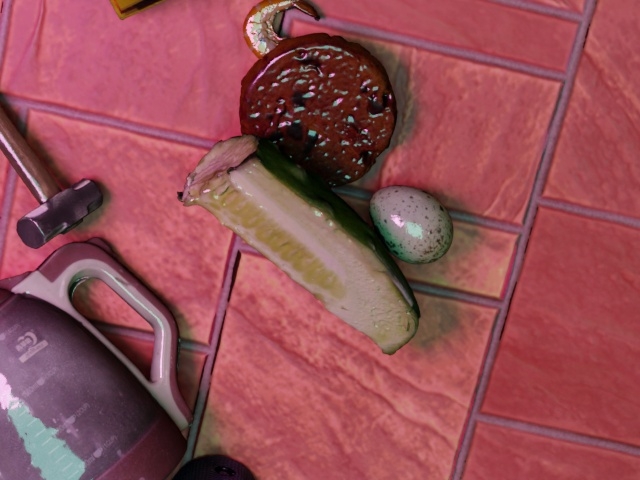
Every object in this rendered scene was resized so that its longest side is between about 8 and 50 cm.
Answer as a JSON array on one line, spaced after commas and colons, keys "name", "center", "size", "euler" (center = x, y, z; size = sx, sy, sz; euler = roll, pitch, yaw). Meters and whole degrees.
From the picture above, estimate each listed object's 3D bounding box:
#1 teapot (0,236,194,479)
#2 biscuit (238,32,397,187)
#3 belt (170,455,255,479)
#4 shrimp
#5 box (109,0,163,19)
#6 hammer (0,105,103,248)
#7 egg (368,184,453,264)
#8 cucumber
[{"name": "teapot", "center": [-0.306, 0.168, 1.666], "size": [0.315, 0.233, 0.312], "euler": [-39, 99, -20]}, {"name": "biscuit", "center": [-0.003, -0.149, 1.638], "size": [0.192, 0.049, 0.192], "euler": [-1, 117, -2]}, {"name": "belt", "center": [-0.152, 0.391, 1.761], "size": [0.140, 0.126, 0.230], "euler": [20, 104, -4]}, {"name": "shrimp", "center": [-0.034, -0.224, 1.639], "size": [0.091, 0.025, 0.127], "euler": [-25, 109, 2]}, {"name": "box", "center": [-0.176, -0.332, 1.517], "size": [0.064, 0.220, 0.141], "euler": [-38, 108, -36]}, {"name": "hammer", "center": [-0.395, -0.161, 1.627], "size": [0.043, 0.111, 0.365], "euler": [-29, 99, 43]}, {"name": "egg", "center": [0.106, -0.020, 1.666], "size": [0.110, 0.085, 0.085], "euler": [33, 103, -8]}, {"name": "cucumber", "center": [0.002, -0.002, 1.640], "size": [0.325, 0.105, 0.145], "euler": [41, 128, -20]}]
